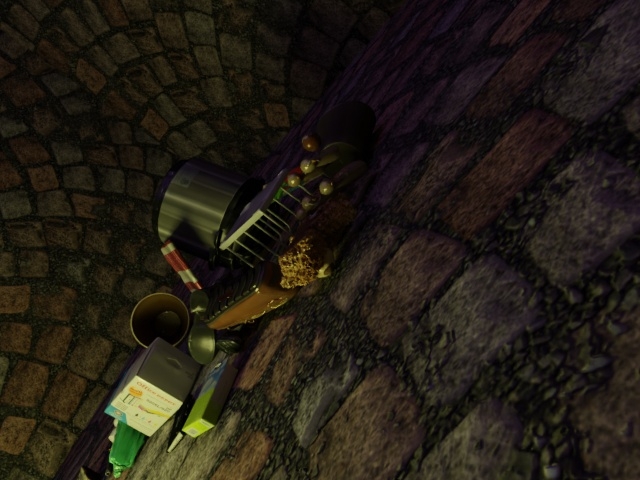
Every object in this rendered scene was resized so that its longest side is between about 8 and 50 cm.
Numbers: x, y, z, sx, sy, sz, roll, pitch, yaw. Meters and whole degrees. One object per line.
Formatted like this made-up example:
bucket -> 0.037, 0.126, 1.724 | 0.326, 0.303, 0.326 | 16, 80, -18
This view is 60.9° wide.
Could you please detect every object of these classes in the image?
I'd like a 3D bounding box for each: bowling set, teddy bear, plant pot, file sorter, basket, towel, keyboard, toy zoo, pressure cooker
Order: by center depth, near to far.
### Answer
teddy bear -> 0.000, 0.000, 1.309 | 0.245, 0.113, 0.338 | -44, 8, 8
bowling set -> -0.026, -0.180, 1.477 | 0.154, 0.200, 0.287 | -32, -7, -32
keyboard -> -0.372, 0.484, 1.477 | 0.108, 0.023, 0.180 | -57, 15, 12
basket -> 0.067, -0.292, 1.637 | 0.204, 0.154, 0.226 | -26, 30, 26
file sorter -> -0.148, -0.050, 1.694 | 0.278, 0.173, 0.192 | -36, 22, 49
toy zoo -> -0.070, -0.218, 1.871 | 0.293, 0.030, 0.192 | -31, -5, -13
towel -> -0.456, 0.147, 1.920 | 0.037, 0.329, 0.237 | -36, 8, -19
pressure cooker -> -0.374, -0.088, 2.058 | 0.375, 0.421, 0.369 | -17, -53, -78
plant pot -> -0.680, 0.357, 2.373 | 0.237, 0.237, 0.254 | -57, 1, -13

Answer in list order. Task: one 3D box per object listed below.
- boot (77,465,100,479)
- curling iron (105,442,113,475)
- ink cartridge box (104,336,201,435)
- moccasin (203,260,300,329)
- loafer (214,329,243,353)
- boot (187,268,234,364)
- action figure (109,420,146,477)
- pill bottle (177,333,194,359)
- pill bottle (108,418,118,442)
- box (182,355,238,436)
boot -> -0.846, 0.891, 1.905 | 0.165, 0.077, 0.213 | -61, 19, -20
curling iron -> -0.747, 0.755, 1.982 | 0.068, 0.035, 0.274 | -51, 15, 9
ink cartridge box -> -0.519, 0.455, 1.694 | 0.232, 0.171, 0.168 | -45, 17, 30
moccasin -> -0.193, 0.162, 1.463 | 0.380, 0.147, 0.139 | -35, 38, 41
loafer -> -0.245, 0.271, 1.495 | 0.061, 0.062, 0.170 | -55, 15, -23
boot -> -0.323, 0.236, 1.721 | 0.229, 0.091, 0.262 | -28, -57, -72
action figure -> -0.603, 0.625, 1.708 | 0.063, 0.137, 0.232 | -48, 24, 40
pill bottle -> -0.420, 0.356, 1.798 | 0.137, 0.078, 0.078 | -51, 15, 11
pill bottle -> -0.627, 0.593, 1.839 | 0.108, 0.108, 0.193 | -39, 20, 43
box -> -0.266, 0.382, 1.336 | 0.109, 0.042, 0.178 | -40, 20, 40
